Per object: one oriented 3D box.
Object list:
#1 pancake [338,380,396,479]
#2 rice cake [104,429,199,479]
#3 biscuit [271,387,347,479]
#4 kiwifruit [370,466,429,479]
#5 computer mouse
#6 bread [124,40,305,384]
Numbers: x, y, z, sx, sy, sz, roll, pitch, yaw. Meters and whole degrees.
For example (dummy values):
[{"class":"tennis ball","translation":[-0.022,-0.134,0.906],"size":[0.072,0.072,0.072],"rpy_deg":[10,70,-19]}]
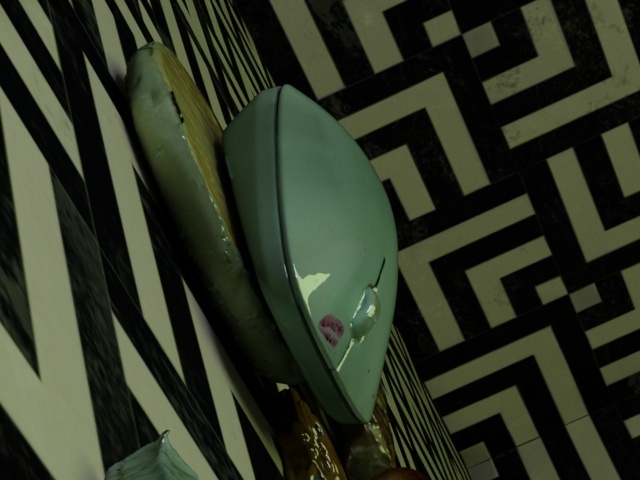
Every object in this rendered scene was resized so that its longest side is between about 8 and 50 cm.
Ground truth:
[{"class":"pancake","translation":[-0.006,0.097,1.643],"size":[0.244,0.057,0.266],"rpy_deg":[50,9,-43]},{"class":"rice cake","translation":[-0.045,0.146,0.630],"size":[0.237,0.043,0.127],"rpy_deg":[-88,155,-80]},{"class":"biscuit","translation":[0.001,0.166,1.317],"size":[0.175,0.026,0.124],"rpy_deg":[-98,162,-79]},{"class":"kiwifruit","translation":[0.077,0.244,1.540],"size":[0.124,0.075,0.075],"rpy_deg":[63,3,7]},{"class":"computer mouse","translation":[0.006,-0.003,1.313],"size":[0.288,0.097,0.159],"rpy_deg":[-109,176,-57]},{"class":"bread","translation":[-0.073,-0.017,1.332],"size":[0.267,0.040,0.267],"rpy_deg":[-25,90,-86]}]
